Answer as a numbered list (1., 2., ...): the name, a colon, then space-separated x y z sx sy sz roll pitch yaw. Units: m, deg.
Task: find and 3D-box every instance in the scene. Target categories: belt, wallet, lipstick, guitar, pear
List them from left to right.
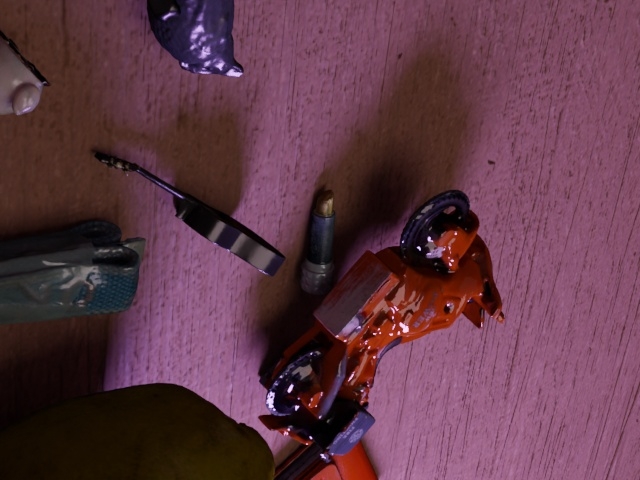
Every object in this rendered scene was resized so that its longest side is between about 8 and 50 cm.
1. belt: -0.273 0.043 1.265 0.302 0.087 0.072 -11 124 -42
2. pear: -0.212 0.316 1.358 0.413 0.352 0.352 -54 144 -6
3. guitar: -0.123 -0.029 1.389 0.233 0.088 0.025 31 95 -45
4. lipstick: 0.000 0.000 1.574 0.037 0.037 0.116 -21 129 -36
5. wallet: 0.010 0.316 1.843 0.142 0.045 0.204 -40 142 -15

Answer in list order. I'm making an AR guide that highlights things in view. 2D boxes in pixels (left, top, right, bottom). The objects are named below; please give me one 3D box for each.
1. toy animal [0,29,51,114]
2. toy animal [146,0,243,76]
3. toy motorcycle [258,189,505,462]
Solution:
1. toy animal: -0.270 -0.099 1.163 0.124 0.085 0.071 -40 160 -6
2. toy animal: -0.107 -0.216 1.236 0.117 0.121 0.210 -55 159 -5
3. toy motorcycle: 0.073 0.091 1.642 0.325 0.148 0.221 -49 147 5
